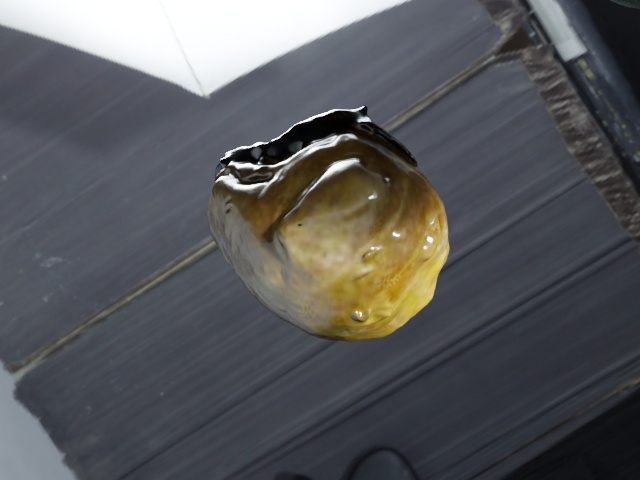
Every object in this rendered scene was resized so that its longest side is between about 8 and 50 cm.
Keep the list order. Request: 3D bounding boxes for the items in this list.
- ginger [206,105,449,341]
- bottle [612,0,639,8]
[{"bbox_3d":[0.001,0.003,0.792,0.200,0.269,0.223,50,28,-38],"label":"ginger"},{"bbox_3d":[0.246,-0.187,0.326,0.156,0.271,0.143,103,-27,-57],"label":"bottle"}]
